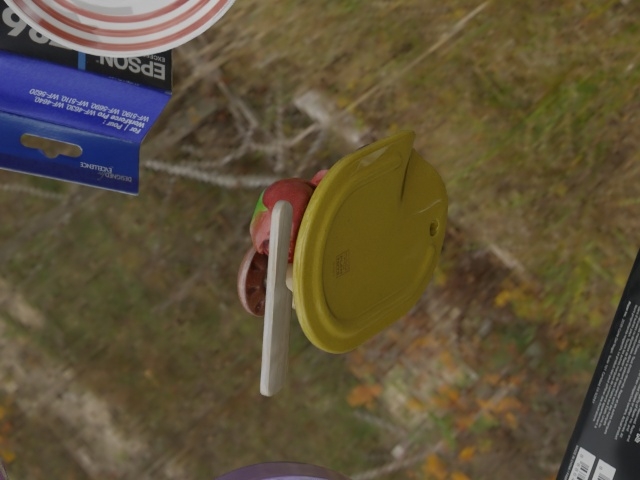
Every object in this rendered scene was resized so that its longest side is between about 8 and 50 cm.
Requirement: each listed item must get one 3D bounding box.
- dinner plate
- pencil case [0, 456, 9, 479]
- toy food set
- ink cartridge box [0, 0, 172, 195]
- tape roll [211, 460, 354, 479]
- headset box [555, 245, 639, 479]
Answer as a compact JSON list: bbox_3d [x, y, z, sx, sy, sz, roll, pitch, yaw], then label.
[{"bbox_3d":[-0.099,-0.159,0.762,0.141,0.017,0.141,-2,117,-4],"label":"dinner plate"},{"bbox_3d":[-0.189,0.132,0.790,0.206,0.088,0.086,66,155,18],"label":"pencil case"},{"bbox_3d":[0.000,0.000,0.971,0.071,0.218,0.128,12,112,31],"label":"toy food set"},{"bbox_3d":[-0.202,-0.212,1.250,0.065,0.165,0.333,-25,61,51],"label":"ink cartridge box"},{"bbox_3d":[-0.021,0.235,0.957,0.189,0.189,0.080,52,174,-3],"label":"tape roll"},{"bbox_3d":[0.296,0.100,0.881,0.131,0.283,0.246,29,103,52],"label":"headset box"}]
